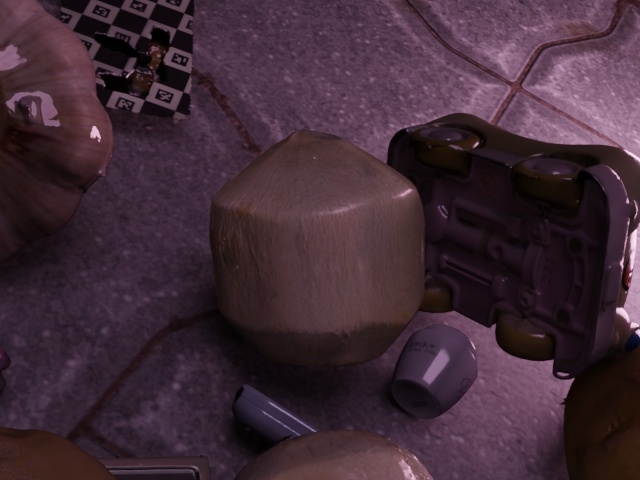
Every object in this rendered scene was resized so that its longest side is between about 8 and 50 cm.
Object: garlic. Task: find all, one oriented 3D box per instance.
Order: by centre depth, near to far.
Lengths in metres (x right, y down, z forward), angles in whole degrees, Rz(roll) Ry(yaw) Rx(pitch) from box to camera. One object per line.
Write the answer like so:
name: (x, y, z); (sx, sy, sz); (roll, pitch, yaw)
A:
garlic: (-0.380, -0.132, 1.109); (0.322, 0.322, 0.241); (14, 26, -12)

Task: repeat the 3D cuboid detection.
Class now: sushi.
sushi: (-0.270, -0.257, 1.440); (0.192, 0.043, 0.279); (8, 47, -18)

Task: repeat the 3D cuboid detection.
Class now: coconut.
coconut: (0.024, 0.298, 0.923); (0.227, 0.227, 0.230); (-2, 54, -26)
coconut: (0.000, 0.000, 1.149); (0.245, 0.247, 0.245); (1, 12, 0)

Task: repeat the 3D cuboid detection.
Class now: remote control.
remote control: (0.012, 0.228, 1.084); (0.244, 0.087, 0.047); (31, 84, 7)

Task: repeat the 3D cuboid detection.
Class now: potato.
potato: (0.384, 0.180, 1.173); (0.299, 0.239, 0.116); (-51, 125, -52)

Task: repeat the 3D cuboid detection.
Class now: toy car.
toy car: (0.250, -0.015, 1.241); (0.226, 0.242, 0.336); (-15, 26, -39)

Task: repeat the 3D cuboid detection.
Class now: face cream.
face cream: (0.131, 0.152, 1.202); (0.091, 0.091, 0.095); (34, 52, 9)

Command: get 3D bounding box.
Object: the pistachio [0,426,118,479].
pistachio: (-0.206, 0.284, 0.835); (0.293, 0.162, 0.181); (57, 15, 24)

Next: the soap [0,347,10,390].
soap: (-0.408, 0.149, 0.978); (0.122, 0.065, 0.203); (36, 45, 11)

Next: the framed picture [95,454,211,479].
framed picture: (-0.178, 0.318, 0.957); (0.189, 0.023, 0.260); (4, 48, -22)
